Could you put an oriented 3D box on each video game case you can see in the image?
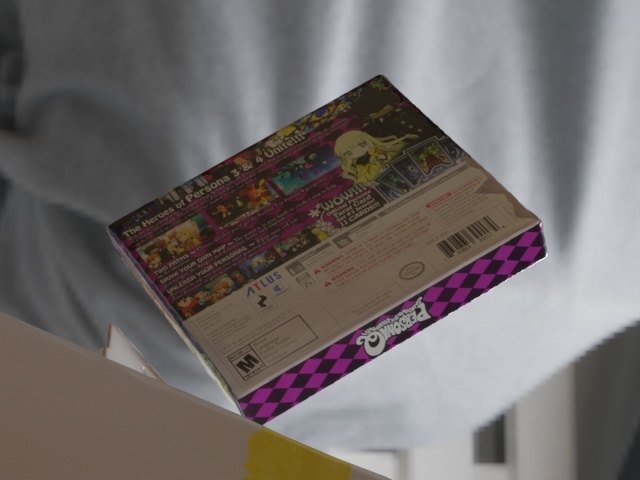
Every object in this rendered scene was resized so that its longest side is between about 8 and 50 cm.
[{"bbox_3d":[0.000,0.000,1.249,0.232,0.210,0.041,-30,134,-12],"label":"video game case"}]

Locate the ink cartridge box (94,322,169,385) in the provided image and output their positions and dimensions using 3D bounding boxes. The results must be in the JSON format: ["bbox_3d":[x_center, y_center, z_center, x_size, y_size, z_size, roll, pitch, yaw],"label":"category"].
[{"bbox_3d":[-0.118,0.136,1.083,0.060,0.104,0.180,-35,-159,11],"label":"ink cartridge box"}]

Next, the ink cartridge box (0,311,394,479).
[{"bbox_3d":[-0.084,0.202,0.645,0.385,0.279,0.160,22,-149,6],"label":"ink cartridge box"}]
